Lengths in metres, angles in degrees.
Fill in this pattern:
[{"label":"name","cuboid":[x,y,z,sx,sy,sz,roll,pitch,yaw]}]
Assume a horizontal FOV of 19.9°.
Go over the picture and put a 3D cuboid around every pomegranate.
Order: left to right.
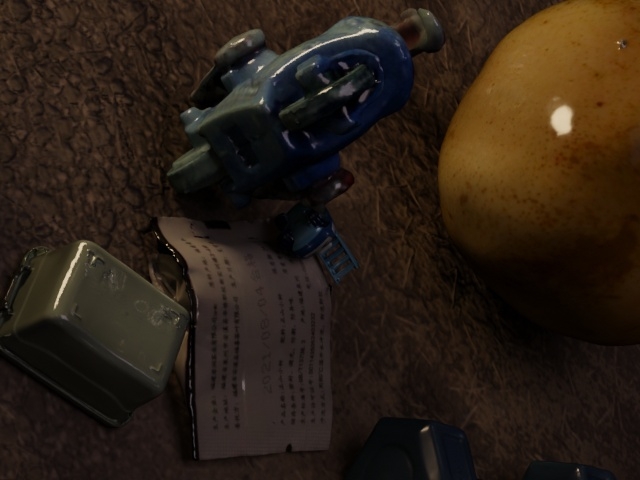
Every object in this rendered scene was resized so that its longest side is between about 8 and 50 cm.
[{"label":"pomegranate","cuboid":[0.322,-0.086,2.083,0.416,0.416,0.417,20,59,-37]}]

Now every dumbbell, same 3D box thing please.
[{"label":"dumbbell","cuboid":[0.182,0.285,1.936,0.316,0.156,0.143,19,16,-37]}]

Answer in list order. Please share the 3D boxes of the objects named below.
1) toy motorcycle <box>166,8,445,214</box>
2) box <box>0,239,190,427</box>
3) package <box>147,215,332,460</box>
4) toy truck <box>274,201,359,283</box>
[{"label":"toy motorcycle","cuboid":[-0.021,-0.153,1.816,0.182,0.319,0.241,37,58,-23]},{"label":"box","cuboid":[-0.205,0.081,1.695,0.172,0.093,0.124,37,51,-27]},{"label":"package","cuboid":[-0.070,0.092,1.844,0.204,0.062,0.251,0,73,-44]},{"label":"toy truck","cuboid":[0.000,0.000,1.894,0.090,0.056,0.073,44,17,-26]}]
